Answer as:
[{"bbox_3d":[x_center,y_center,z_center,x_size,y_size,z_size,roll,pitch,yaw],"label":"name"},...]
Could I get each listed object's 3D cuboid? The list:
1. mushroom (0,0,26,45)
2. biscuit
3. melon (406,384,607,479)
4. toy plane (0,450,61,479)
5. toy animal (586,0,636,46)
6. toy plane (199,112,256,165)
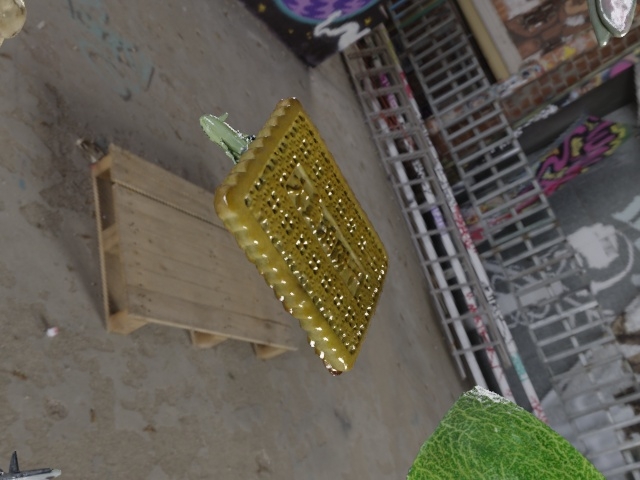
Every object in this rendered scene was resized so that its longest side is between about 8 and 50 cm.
[{"bbox_3d":[-0.408,-0.266,0.650,0.166,0.127,0.166,5,90,-88],"label":"mushroom"},{"bbox_3d":[0.000,0.000,0.598,0.254,0.029,0.172,58,41,-33],"label":"biscuit"},{"bbox_3d":[0.280,0.344,0.741,0.323,0.196,0.124,27,-17,41],"label":"melon"},{"bbox_3d":[-0.423,0.287,0.677,0.082,0.234,0.160,59,-15,30],"label":"toy plane"},{"bbox_3d":[0.299,-0.336,0.606,0.108,0.138,0.236,18,80,-10],"label":"toy animal"},{"bbox_3d":[-0.103,-0.119,0.732,0.111,0.040,0.102,46,19,-27],"label":"toy plane"}]
